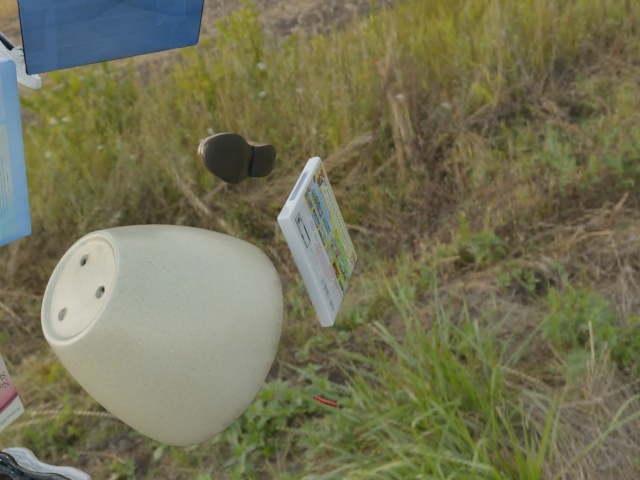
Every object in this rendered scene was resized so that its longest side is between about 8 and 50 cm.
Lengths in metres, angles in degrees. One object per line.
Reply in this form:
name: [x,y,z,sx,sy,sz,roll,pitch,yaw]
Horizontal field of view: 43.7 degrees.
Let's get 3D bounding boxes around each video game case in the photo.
video game case: [0.000,0.000,1.395,0.026,0.227,0.206,-9,30,22]

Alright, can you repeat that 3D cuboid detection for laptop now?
laptop: [-0.352,-0.414,1.514,0.382,0.236,0.408,-18,31,-23]

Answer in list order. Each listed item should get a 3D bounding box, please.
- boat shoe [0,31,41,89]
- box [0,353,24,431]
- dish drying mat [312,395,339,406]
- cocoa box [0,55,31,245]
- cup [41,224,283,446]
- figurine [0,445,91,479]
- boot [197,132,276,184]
boat shoe: [-0.744,-0.447,1.934,0.063,0.184,0.066,-43,9,19]
box: [-0.808,0.335,1.830,0.126,0.232,0.148,-2,25,27]
dish drying mat: [0.011,0.347,1.716,0.032,0.083,0.008,22,84,27]
cocoa box: [-0.682,-0.157,1.405,0.228,0.347,0.231,22,33,28]
cup: [-0.253,0.106,1.155,0.331,0.237,0.331,-21,54,32]
figurine: [-0.632,0.521,1.771,0.209,0.215,0.092,30,80,2]
boot: [-0.217,-0.193,1.832,0.115,0.112,0.305,15,7,20]
